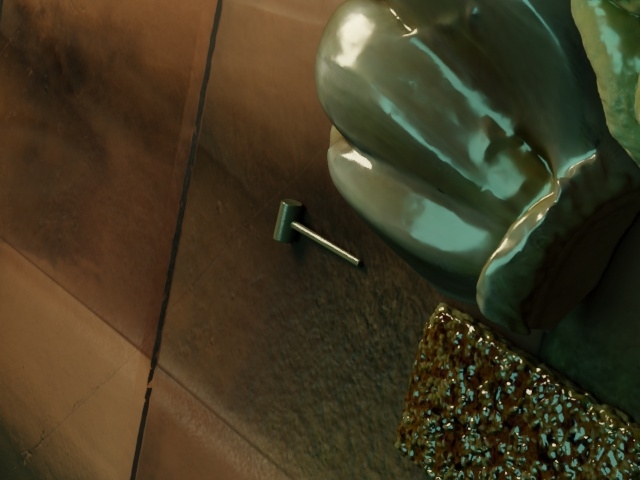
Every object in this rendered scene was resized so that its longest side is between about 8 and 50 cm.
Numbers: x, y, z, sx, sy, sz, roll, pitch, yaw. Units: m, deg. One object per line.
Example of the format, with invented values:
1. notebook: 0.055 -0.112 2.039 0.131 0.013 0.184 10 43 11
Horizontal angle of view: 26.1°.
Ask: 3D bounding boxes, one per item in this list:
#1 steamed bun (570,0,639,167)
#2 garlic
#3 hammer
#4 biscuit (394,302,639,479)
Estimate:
1. steamed bun: 0.224 -0.094 0.782 0.172 0.141 0.155 33 129 52
2. garlic: 0.101 -0.103 0.942 0.325 0.132 0.279 52 124 34
3. hammer: 0.000 0.000 1.165 0.110 0.019 0.035 30 113 44
4. biscuit: 0.135 0.143 0.971 0.231 0.025 0.131 32 113 49
